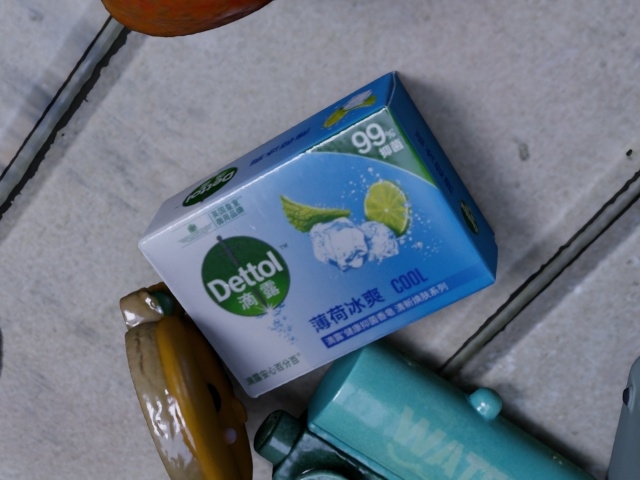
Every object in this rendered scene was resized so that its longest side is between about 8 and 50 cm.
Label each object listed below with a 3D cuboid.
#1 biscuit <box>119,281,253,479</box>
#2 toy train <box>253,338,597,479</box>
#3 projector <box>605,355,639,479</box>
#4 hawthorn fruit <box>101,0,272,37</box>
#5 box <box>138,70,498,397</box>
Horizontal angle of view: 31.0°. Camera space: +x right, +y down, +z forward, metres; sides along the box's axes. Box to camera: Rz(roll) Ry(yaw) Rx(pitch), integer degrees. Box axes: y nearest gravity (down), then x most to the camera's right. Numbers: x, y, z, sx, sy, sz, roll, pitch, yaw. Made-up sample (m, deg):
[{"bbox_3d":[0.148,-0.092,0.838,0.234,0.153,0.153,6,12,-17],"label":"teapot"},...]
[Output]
[{"bbox_3d":[-0.083,0.103,0.785,0.050,0.170,0.170,-21,111,1],"label":"biscuit"},{"bbox_3d":[0.080,0.171,0.830,0.248,0.101,0.159,32,103,-8],"label":"toy train"},{"bbox_3d":[0.243,0.225,0.767,0.108,0.198,0.250,6,115,6],"label":"projector"},{"bbox_3d":[-0.065,-0.163,0.574,0.128,0.128,0.128,3,116,7],"label":"hawthorn fruit"},{"bbox_3d":[0.001,0.000,0.765,0.194,0.073,0.139,-28,109,20],"label":"box"}]
